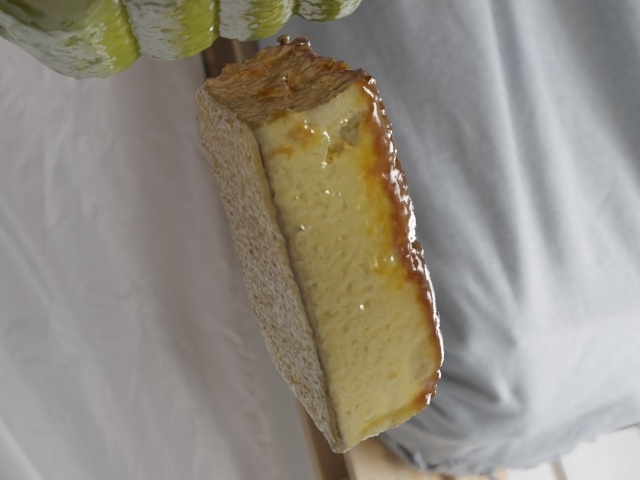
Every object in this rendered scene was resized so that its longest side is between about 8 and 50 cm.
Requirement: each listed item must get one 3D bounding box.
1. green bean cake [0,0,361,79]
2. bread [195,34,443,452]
[{"bbox_3d":[-0.062,-0.205,0.483,0.232,0.236,0.124,-14,172,-9],"label":"green bean cake"},{"bbox_3d":[0.000,0.000,0.813,0.114,0.275,0.185,-19,-155,-14],"label":"bread"}]
